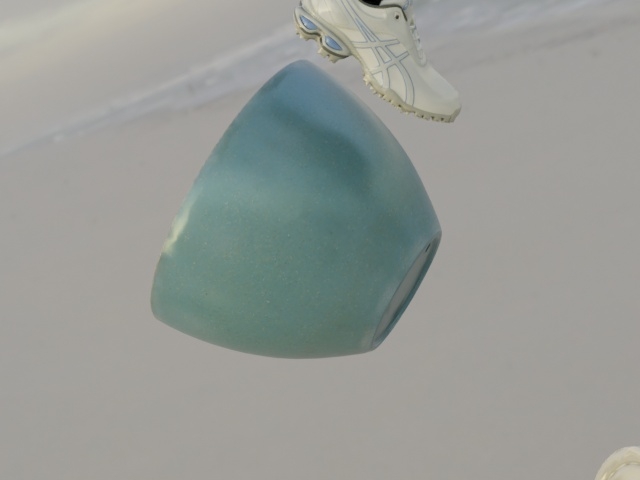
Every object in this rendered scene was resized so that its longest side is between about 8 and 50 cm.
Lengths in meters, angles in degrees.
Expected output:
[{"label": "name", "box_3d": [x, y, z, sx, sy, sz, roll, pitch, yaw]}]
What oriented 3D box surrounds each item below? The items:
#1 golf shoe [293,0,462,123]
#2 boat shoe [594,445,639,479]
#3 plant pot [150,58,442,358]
[{"label": "golf shoe", "box_3d": [0.065, -0.172, 1.326, 0.086, 0.176, 0.069, -49, 17, 24]}, {"label": "boat shoe", "box_3d": [0.272, 0.257, 0.877, 0.097, 0.324, 0.116, -1, -40, -33]}, {"label": "plant pot", "box_3d": [0.000, 0.000, 1.461, 0.290, 0.195, 0.290, -56, -11, -17]}]
